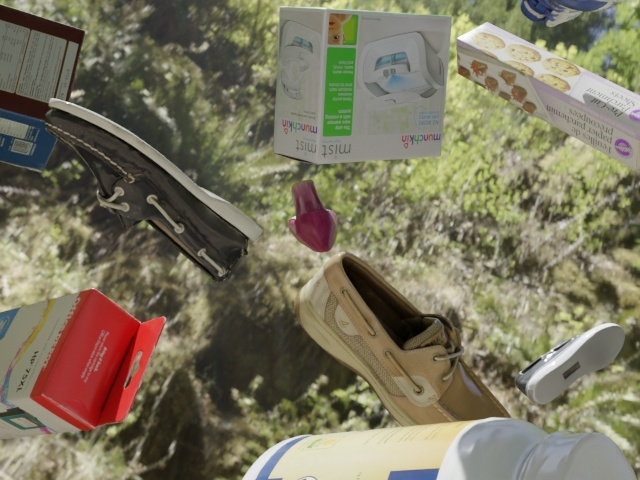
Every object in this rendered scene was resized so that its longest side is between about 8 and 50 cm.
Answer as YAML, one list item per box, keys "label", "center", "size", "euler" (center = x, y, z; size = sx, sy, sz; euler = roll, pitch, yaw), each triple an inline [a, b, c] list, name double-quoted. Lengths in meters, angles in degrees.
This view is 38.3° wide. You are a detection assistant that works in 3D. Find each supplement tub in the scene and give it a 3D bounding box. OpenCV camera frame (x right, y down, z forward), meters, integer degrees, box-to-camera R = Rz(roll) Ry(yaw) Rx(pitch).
- label: "supplement tub"
  center: [0.096, 0.271, 0.781]
  size: [0.316, 0.228, 0.228]
  euler: [-15, -59, 36]

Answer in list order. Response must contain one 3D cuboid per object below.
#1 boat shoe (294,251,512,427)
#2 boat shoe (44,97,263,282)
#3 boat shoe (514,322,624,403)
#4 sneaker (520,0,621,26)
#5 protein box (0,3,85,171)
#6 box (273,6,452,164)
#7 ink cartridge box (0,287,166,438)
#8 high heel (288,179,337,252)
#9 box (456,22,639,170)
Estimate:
- label: "boat shoe"
  center: [0.124, 0.152, 1.175]
  size: [0.341, 0.122, 0.110]
  euler: [38, -53, -4]
- label: "boat shoe"
  center: [-0.082, -0.021, 0.438]
  size: [0.125, 0.038, 0.046]
  euler: [37, -7, -40]
- label: "boat shoe"
  center: [0.449, 0.215, 1.677]
  size: [0.076, 0.228, 0.080]
  euler: [27, -33, 58]
- label: "sneaker"
  center: [0.298, -0.302, 1.111]
  size: [0.112, 0.296, 0.131]
  euler: [50, -58, 1]
- label: "protein box"
  center: [-0.429, -0.201, 1.181]
  size: [0.201, 0.136, 0.200]
  euler: [15, -18, -20]
- label: "box"
  center: [0.065, -0.245, 1.456]
  size: [0.126, 0.261, 0.231]
  euler: [19, -70, 50]
- label: "ink cartridge box"
  center: [-0.286, 0.135, 1.005]
  size: [0.231, 0.134, 0.078]
  euler: [-15, -45, 38]
- label: "high heel"
  center: [0.000, 0.000, 1.457]
  size: [0.082, 0.117, 0.244]
  euler: [-15, -20, -5]
- label: "box"
  center: [0.315, -0.201, 1.237]
  size: [0.324, 0.067, 0.063]
  euler: [40, -27, 39]
